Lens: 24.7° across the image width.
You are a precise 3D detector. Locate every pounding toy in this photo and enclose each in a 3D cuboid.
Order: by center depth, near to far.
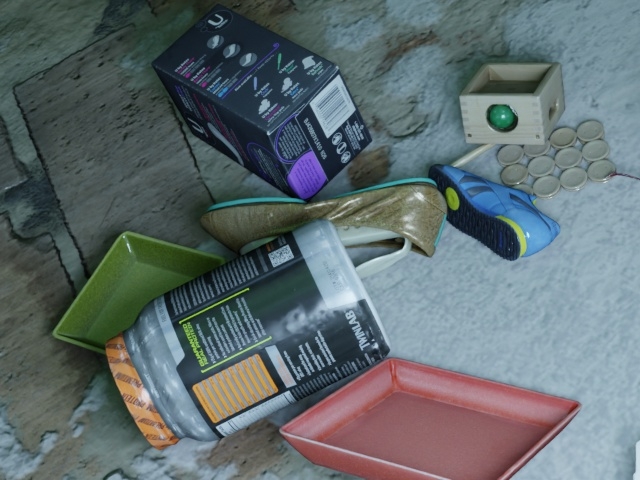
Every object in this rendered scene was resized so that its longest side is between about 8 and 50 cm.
[{"bbox_3d":[0.245,-0.165,1.954,0.130,0.100,0.141,3,32,25],"label":"pounding toy"}]

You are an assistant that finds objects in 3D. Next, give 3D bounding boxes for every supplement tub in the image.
[{"bbox_3d":[-0.090,0.120,1.791,0.316,0.193,0.193,-26,47,0],"label":"supplement tub"}]

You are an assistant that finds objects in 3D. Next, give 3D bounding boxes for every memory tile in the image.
[{"bbox_3d":[0.310,-0.101,1.929,0.148,0.012,0.113,-17,48,10],"label":"memory tile"}]

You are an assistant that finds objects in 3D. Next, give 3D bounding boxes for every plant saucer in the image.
[{"bbox_3d":[0.127,0.217,1.644,0.259,0.048,0.258,12,21,30],"label":"plant saucer"},{"bbox_3d":[-0.237,0.089,1.980,0.188,0.045,0.188,14,60,32],"label":"plant saucer"}]

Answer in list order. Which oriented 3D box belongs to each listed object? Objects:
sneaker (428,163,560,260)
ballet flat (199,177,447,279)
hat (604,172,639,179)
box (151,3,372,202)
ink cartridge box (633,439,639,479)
[{"bbox_3d":[0.223,-0.044,1.891,0.082,0.069,0.209,-23,40,-26],"label":"sneaker"},{"bbox_3d":[0.000,0.000,1.929,0.342,0.116,0.124,-6,70,14],"label":"ballet flat"},{"bbox_3d":[0.496,-0.037,1.793,0.173,0.183,0.208,-23,83,-11],"label":"hat"},{"bbox_3d":[-0.083,-0.195,2.068,0.143,0.165,0.270,-45,50,-15],"label":"box"},{"bbox_3d":[0.387,0.305,1.523,0.115,0.067,0.198,-5,52,19],"label":"ink cartridge box"}]
